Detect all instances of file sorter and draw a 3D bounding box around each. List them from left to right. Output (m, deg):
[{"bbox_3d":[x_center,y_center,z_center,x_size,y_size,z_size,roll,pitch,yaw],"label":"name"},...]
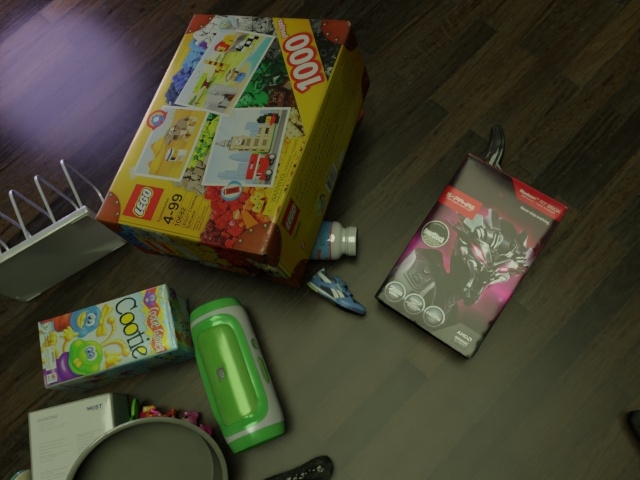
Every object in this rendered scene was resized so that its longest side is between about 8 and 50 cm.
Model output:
[{"bbox_3d":[-0.626,-0.021,1.276,0.278,0.193,0.173,-32,69,-4],"label":"file sorter"}]

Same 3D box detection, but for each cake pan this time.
[{"bbox_3d":[-0.323,0.460,1.061,0.293,0.054,0.293,-3,99,-20],"label":"cake pan"}]

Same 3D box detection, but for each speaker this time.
[{"bbox_3d":[-0.173,0.271,1.161,0.131,0.131,0.296,-23,71,-1],"label":"speaker"}]

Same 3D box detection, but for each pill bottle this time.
[{"bbox_3d":[0.000,0.000,1.248,0.160,0.087,0.087,2,72,8],"label":"pill bottle"}]

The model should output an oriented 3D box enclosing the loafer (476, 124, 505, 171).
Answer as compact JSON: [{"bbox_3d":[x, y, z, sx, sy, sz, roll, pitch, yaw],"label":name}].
[{"bbox_3d":[0.380,-0.184,1.278,0.061,0.062,0.169,6,72,12],"label":"loafer"}]

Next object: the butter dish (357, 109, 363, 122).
[{"bbox_3d":[-0.003,-0.303,1.330,0.160,0.118,0.159,30,77,15],"label":"butter dish"}]

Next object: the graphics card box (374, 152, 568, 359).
[{"bbox_3d":[0.307,0.031,1.177,0.233,0.094,0.370,34,88,15],"label":"graphics card box"}]

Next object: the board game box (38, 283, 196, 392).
[{"bbox_3d":[-0.422,0.210,1.200,0.276,0.144,0.142,-17,71,1],"label":"board game box"}]

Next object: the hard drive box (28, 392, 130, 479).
[{"bbox_3d":[-0.483,0.448,1.159,0.181,0.089,0.232,-13,72,2],"label":"hard drive box"}]

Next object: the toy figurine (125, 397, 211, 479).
[{"bbox_3d":[-0.303,0.397,1.161,0.159,0.130,0.173,-4,46,-9],"label":"toy figurine"}]

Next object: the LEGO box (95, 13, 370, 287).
[{"bbox_3d":[-0.157,-0.195,1.152,0.373,0.193,0.499,11,70,21],"label":"LEGO box"}]

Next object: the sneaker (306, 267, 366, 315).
[{"bbox_3d":[0.041,0.111,1.226,0.144,0.053,0.059,32,76,14],"label":"sneaker"}]

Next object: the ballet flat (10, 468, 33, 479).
[{"bbox_3d":[-0.616,0.577,1.126,0.086,0.086,0.248,30,94,15],"label":"ballet flat"}]

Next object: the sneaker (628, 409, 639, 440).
[{"bbox_3d":[0.716,0.304,1.061,0.286,0.109,0.130,-30,65,-6],"label":"sneaker"}]

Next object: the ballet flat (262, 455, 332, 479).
[{"bbox_3d":[-0.056,0.480,1.130,0.173,0.049,0.057,-20,104,4],"label":"ballet flat"}]
